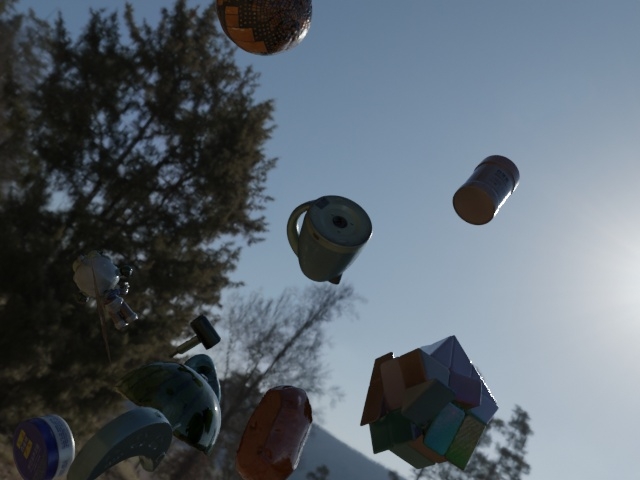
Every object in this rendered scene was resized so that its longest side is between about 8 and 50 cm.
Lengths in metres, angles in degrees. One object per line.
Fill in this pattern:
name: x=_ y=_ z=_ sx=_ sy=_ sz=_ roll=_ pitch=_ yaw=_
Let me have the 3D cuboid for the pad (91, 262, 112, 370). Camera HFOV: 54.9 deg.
pad: x=-0.381 y=0.126 z=1.064 sx=0.188 sy=0.006 sz=0.113 roll=-131 pitch=-142 yaw=-52

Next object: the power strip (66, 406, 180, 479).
power strip: x=-0.378 y=0.415 z=1.246 sx=0.054 sy=0.168 sz=0.253 roll=37 pitch=11 yaw=26

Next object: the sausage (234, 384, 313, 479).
sausage: x=-0.114 y=0.497 z=1.588 sx=0.153 sy=0.268 sz=0.141 roll=0 pitch=-36 yaw=43

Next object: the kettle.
kettle: x=0.000 y=0.000 z=2.356 sx=0.319 sy=0.247 sz=0.342 roll=48 pitch=-38 yaw=17

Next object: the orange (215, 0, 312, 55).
orange: x=-0.136 y=-0.548 z=1.456 sx=0.234 sy=0.234 sz=0.182 roll=34 pitch=-28 yaw=-6

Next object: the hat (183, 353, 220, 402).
hat: x=-0.405 y=0.469 z=2.035 sx=0.077 sy=0.138 sz=0.191 roll=-11 pitch=-85 yaw=48

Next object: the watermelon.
watermelon: x=-0.406 y=0.450 z=1.755 sx=0.330 sy=0.189 sz=0.331 roll=26 pitch=-21 yaw=10

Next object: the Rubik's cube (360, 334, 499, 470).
Rubik's cube: x=0.333 y=0.507 z=1.899 sx=0.358 sy=0.368 sz=0.387 roll=-37 pitch=-99 yaw=42

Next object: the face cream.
face cream: x=-0.887 y=0.669 z=1.981 sx=0.205 sy=0.206 sz=0.111 roll=20 pitch=11 yaw=31

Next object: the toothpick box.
toothpick box: x=0.363 y=-0.112 z=1.347 sx=0.098 sy=0.149 sz=0.098 roll=23 pitch=-45 yaw=25

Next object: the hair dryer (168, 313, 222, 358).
hair dryer: x=-0.401 y=0.311 z=1.885 sx=0.100 sy=0.197 sz=0.057 roll=55 pitch=21 yaw=-2

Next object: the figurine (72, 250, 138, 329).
figurine: x=-0.501 y=0.112 z=1.438 sx=0.197 sy=0.147 sz=0.093 roll=59 pitch=-5 yaw=-14
